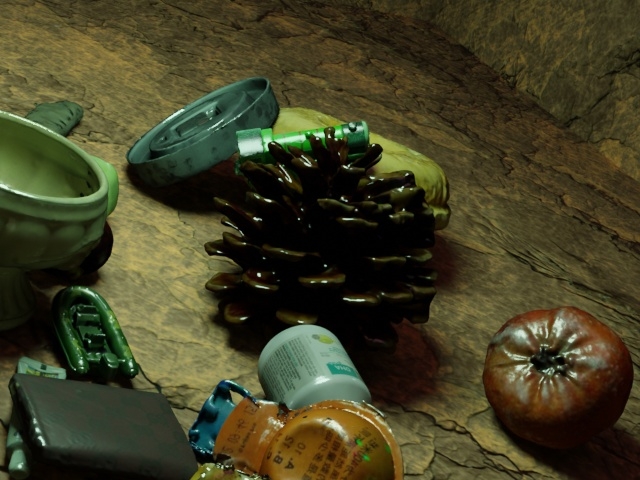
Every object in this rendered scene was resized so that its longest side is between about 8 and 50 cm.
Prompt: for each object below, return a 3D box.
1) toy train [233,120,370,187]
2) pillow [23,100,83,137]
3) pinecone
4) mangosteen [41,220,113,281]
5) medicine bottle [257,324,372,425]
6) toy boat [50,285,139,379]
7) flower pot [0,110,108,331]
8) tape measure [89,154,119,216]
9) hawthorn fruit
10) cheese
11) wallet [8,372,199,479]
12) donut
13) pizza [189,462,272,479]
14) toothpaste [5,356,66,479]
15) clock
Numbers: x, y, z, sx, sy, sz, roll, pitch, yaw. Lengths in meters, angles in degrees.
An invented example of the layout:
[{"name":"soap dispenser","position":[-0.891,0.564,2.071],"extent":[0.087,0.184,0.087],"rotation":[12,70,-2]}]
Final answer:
[{"name":"toy train","position":[-0.028,-0.156,2.033],"extent":[0.251,0.119,0.085],"rotation":[-9,62,-3]},{"name":"pillow","position":[-0.526,-0.226,2.242],"extent":[0.093,0.051,0.241],"rotation":[21,27,-3]},{"name":"pinecone","position":[0.000,0.000,1.902],"extent":[0.398,0.397,0.397],"rotation":[18,25,-9]},{"name":"mangosteen","position":[-0.395,0.003,1.829],"extent":[0.140,0.140,0.140],"rotation":[18,25,-9]},{"name":"medicine bottle","position":[0.001,0.230,1.668],"extent":[0.135,0.135,0.215],"rotation":[8,28,-28]},{"name":"toy boat","position":[-0.330,0.135,1.683],"extent":[0.104,0.052,0.210],"rotation":[5,31,-29]},{"name":"flower pot","position":[-0.466,-0.025,1.651],"extent":[0.308,0.244,0.307],"rotation":[23,21,-10]},{"name":"tape measure","position":[-0.430,-0.083,1.978],"extent":[0.175,0.106,0.200],"rotation":[5,25,-4]},{"name":"hawthorn fruit","position":[0.398,0.232,1.943],"extent":[0.242,0.242,0.272],"rotation":[37,-3,28]},{"name":"cheese","position":[-0.029,0.285,1.502],"extent":[0.329,0.217,0.129],"rotation":[22,-15,30]},{"name":"wallet","position":[-0.275,0.240,1.480],"extent":[0.229,0.049,0.182],"rotation":[18,22,-35]},{"name":"donut","position":[0.047,-0.118,2.275],"extent":[0.449,0.198,0.449],"rotation":[21,10,-4]},{"name":"pizza","position":[-0.080,0.353,1.388],"extent":[0.226,0.069,0.147],"rotation":[16,64,-9]},{"name":"toothpaste","position":[-0.370,0.222,1.498],"extent":[0.067,0.037,0.255],"rotation":[17,22,-13]},{"name":"clock","position":[-0.219,-0.207,2.214],"extent":[0.061,0.313,0.312],"rotation":[61,15,-21]}]
